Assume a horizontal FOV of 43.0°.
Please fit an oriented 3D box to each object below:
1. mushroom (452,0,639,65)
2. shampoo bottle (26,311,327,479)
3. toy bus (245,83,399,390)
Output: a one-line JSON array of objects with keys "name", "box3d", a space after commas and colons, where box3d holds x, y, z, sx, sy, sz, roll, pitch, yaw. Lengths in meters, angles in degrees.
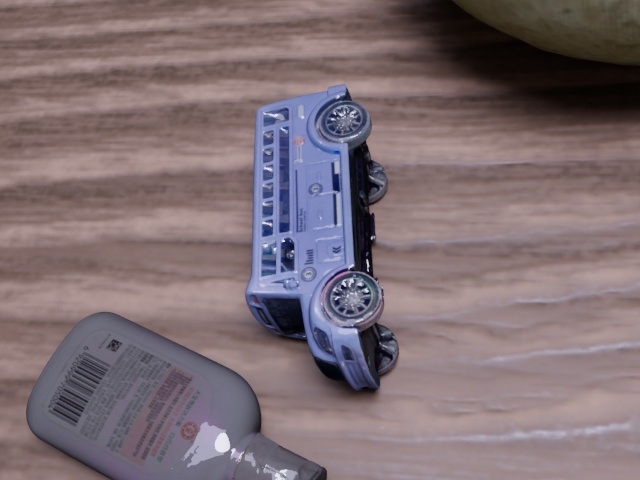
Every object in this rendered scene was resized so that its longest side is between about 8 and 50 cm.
[{"name": "mushroom", "box3d": [0.196, -0.258, 0.447, 0.352, 0.260, 0.352, -7, 57, 11]}, {"name": "shampoo bottle", "box3d": [-0.075, 0.099, 0.433, 0.165, 0.040, 0.080, 21, 67, 20]}, {"name": "toy bus", "box3d": [0.000, 0.000, 0.454, 0.076, 0.073, 0.167, -7, 58, 10]}]
